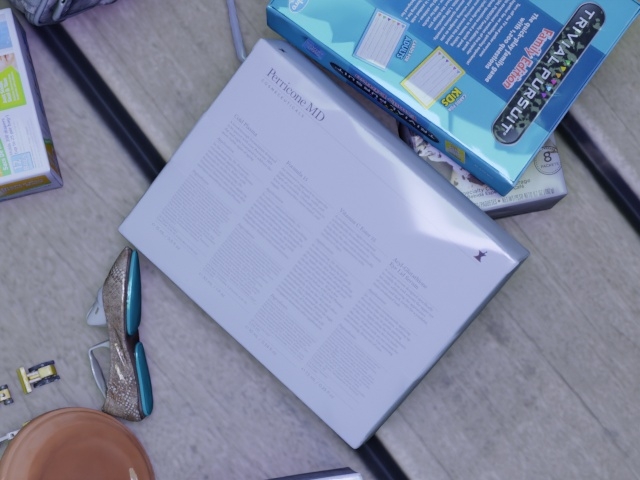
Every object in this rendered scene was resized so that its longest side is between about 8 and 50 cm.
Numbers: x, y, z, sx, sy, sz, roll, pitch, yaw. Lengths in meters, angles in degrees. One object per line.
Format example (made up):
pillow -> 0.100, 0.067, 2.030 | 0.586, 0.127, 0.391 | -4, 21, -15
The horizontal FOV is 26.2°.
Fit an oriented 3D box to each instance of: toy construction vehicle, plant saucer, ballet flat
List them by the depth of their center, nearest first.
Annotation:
plant saucer -> -0.267, 0.284, 1.543 | 0.200, 0.037, 0.200 | 12, 69, -34
ballet flat -> -0.237, 0.110, 1.589 | 0.067, 0.073, 0.206 | -2, 97, 7
toy construction vehicle -> -0.349, 0.193, 1.607 | 0.098, 0.035, 0.086 | -17, 83, -4

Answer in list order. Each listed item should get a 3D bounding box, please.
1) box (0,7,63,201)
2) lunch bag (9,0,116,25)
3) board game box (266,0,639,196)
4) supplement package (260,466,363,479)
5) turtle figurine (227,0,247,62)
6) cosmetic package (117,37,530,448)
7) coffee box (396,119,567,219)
box -> -0.386, -0.152, 1.618 | 0.114, 0.103, 0.203 | -16, 83, -4
lunch bag -> -0.330, -0.402, 1.557 | 0.305, 0.212, 0.256 | 45, 43, 3
board game box -> 0.147, -0.251, 1.541 | 0.336, 0.079, 0.254 | 37, 83, 3
supplement package -> -0.042, 0.359, 1.480 | 0.198, 0.263, 0.199 | -8, 82, -3
turtle figurine -> -0.096, -0.413, 1.618 | 0.266, 0.198, 0.275 | 39, 78, 8
cosmetic package -> 0.000, 0.000, 1.550 | 0.377, 0.097, 0.284 | 42, 109, 9
coffee box -> 0.172, -0.173, 1.632 | 0.168, 0.119, 0.297 | -12, 83, -3
